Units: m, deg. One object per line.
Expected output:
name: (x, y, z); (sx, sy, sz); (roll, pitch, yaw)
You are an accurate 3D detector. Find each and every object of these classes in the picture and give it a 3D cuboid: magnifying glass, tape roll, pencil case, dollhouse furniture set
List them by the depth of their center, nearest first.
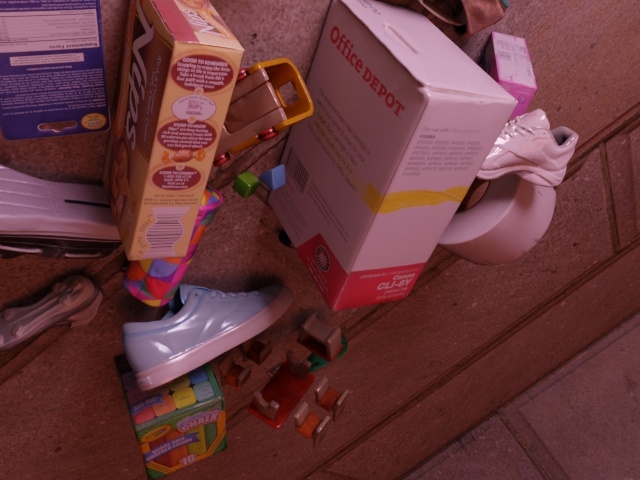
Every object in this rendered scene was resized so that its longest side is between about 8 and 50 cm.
pencil case: (-0.246, 0.000, 0.986); (0.104, 0.104, 0.236); (7, 130, -40)
tape roll: (0.299, -0.088, 1.148); (0.246, 0.246, 0.169); (-46, 141, 18)
dollhouse furniture set: (-0.055, 0.302, 1.345); (0.259, 0.262, 0.135); (-48, 156, -35)
magnifying glass: (-0.024, 0.326, 1.563); (0.231, 0.026, 0.092); (-42, 142, 10)

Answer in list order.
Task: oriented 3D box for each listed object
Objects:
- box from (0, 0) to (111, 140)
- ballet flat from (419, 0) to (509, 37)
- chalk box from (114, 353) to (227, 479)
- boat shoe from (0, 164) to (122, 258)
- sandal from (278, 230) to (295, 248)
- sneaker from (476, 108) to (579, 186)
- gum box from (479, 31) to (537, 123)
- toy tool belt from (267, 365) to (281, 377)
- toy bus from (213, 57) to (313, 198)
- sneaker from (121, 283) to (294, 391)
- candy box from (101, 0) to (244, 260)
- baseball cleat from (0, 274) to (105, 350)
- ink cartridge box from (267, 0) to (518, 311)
box: (-0.331, -0.227, 0.719); (0.136, 0.036, 0.225); (-12, 137, -24)
ballet flat: (0.172, -0.389, 0.846); (0.106, 0.107, 0.316); (-32, 144, 22)
chalk box: (-0.305, 0.324, 1.231); (0.180, 0.179, 0.289); (-17, 140, -20)
boat shoe: (-0.416, -0.022, 0.817); (0.335, 0.121, 0.119); (12, 128, -41)
sandal: (0.000, 0.000, 1.185); (0.179, 0.067, 0.040); (11, 114, -39)
sneaker: (0.296, -0.157, 0.935); (0.232, 0.090, 0.115); (2, 129, -21)
gum box: (0.305, -0.264, 1.017); (0.062, 0.188, 0.107); (13, 134, -1)
toy tool belt: (-0.099, 0.352, 1.523); (0.051, 0.052, 0.083); (-7, 143, 18)
toy bus: (-0.108, -0.181, 0.867); (0.104, 0.202, 0.191); (-36, 149, -52)
sneaker: (-0.204, 0.134, 1.138); (0.135, 0.150, 0.366); (-20, -175, 46)
candy box: (-0.205, -0.149, 0.774); (0.087, 0.183, 0.316); (-3, 134, -34)
baseball cleat: (-0.459, 0.137, 1.005); (0.206, 0.072, 0.109); (-28, 149, 0)
ink cartridge box: (0.081, -0.127, 0.919); (0.160, 0.279, 0.384); (-4, 135, -29)
